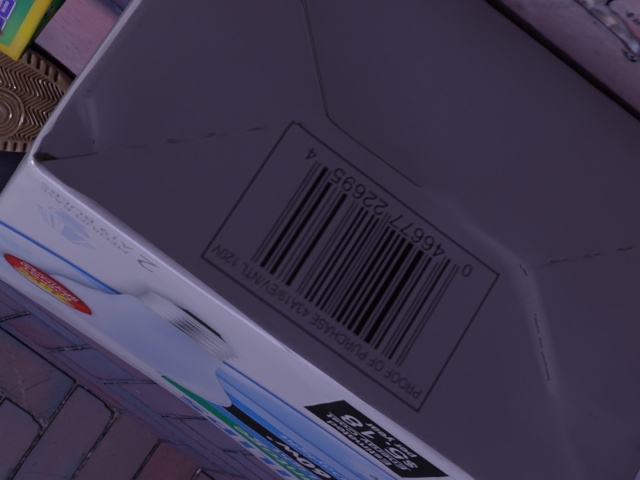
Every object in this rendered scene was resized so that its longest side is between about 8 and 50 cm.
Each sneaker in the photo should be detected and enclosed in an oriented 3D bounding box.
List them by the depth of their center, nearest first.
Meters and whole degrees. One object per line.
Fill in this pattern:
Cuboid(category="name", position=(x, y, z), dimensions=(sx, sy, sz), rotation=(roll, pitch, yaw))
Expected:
Cuboid(category="sneaker", position=(-0.350, -0.163, 1.351), dimensions=(0.282, 0.099, 0.153), rotation=(16, -167, -11))

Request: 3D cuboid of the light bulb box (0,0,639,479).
Cuboid(category="light bulb box", position=(0.000, 0.000, 0.910), dimensions=(0.358, 0.225, 0.361), rotation=(36, 163, -9))

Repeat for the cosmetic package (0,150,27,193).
Cuboid(category="cosmetic package", position=(-0.491, -0.145, 1.493), dimensions=(0.377, 0.097, 0.284), rotation=(34, -170, 0))

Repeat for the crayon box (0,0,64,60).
Cuboid(category="crayon box", position=(-0.221, -0.223, 0.950), dimensions=(0.165, 0.081, 0.278), rotation=(38, 163, -12))
